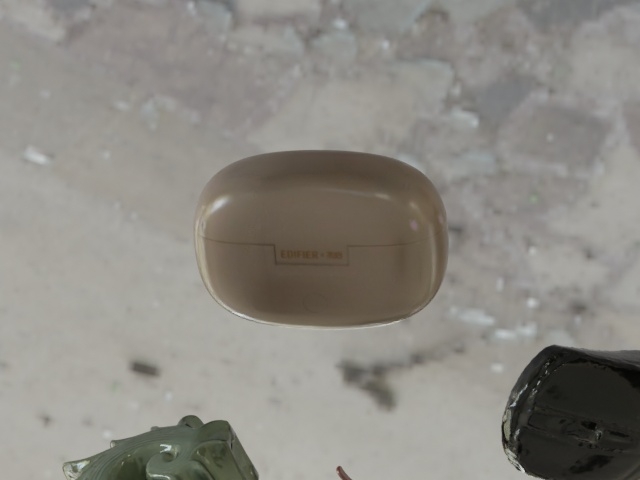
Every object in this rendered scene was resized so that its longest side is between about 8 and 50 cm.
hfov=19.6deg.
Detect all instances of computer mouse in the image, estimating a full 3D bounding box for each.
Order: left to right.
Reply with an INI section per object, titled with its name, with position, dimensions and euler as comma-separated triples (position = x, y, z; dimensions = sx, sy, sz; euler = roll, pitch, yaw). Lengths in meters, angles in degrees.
[computer mouse]
position = 0.300, 0.178, 1.821
dimensions = 0.270, 0.086, 0.137
euler = 5, 111, -36

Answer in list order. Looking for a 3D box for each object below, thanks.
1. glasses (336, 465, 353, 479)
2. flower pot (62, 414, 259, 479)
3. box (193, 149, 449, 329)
[glasses]
position = 0.035, 0.390, 1.927
dimensions = 0.234, 0.268, 0.118
euler = -34, 160, 15
[flower pot]
position = -0.197, 0.377, 2.195
dimensions = 0.254, 0.367, 0.164
euler = -21, 125, 9
[box]
position = 0.000, 0.000, 1.446
dimensions = 0.200, 0.088, 0.146
euler = 0, 116, 9
